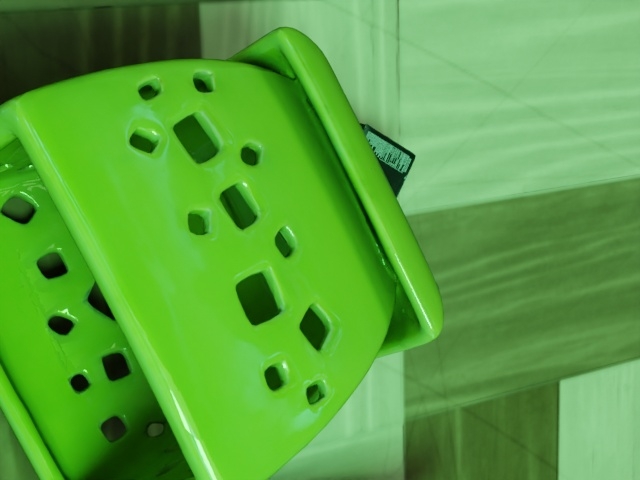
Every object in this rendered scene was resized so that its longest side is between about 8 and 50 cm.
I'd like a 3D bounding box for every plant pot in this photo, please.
[{"bbox_3d":[-0.076,0.015,0.765,0.207,0.227,0.228,-28,93,-34],"label":"plant pot"}]

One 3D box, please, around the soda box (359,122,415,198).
[{"bbox_3d":[0.000,0.000,0.936,0.053,0.060,0.169,29,84,-34],"label":"soda box"}]
